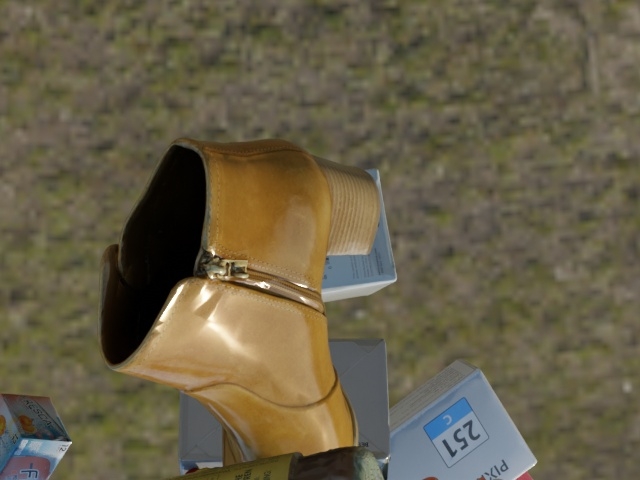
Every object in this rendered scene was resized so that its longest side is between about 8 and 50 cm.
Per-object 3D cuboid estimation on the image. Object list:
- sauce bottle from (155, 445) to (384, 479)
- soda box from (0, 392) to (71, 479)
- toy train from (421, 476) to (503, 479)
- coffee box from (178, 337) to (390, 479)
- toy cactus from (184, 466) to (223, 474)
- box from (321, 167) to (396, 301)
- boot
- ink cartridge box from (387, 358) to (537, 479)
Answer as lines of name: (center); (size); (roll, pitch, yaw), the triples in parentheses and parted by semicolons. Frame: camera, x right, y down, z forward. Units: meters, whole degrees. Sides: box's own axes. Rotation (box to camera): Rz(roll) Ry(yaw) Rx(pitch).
sauce bottle: (-0.131, 0.187, 1.001); (0.344, 0.111, 0.111); (-13, 153, 11)
soda box: (-0.307, 0.230, 1.861); (0.058, 0.063, 0.183); (9, 125, -40)
toy train: (0.095, 0.221, 1.526); (0.125, 0.046, 0.166); (-32, -169, -31)
coffee box: (-0.028, 0.209, 1.672); (0.168, 0.119, 0.297); (0, 144, -1)
toy cactus: (-0.099, 0.246, 1.421); (0.180, 0.219, 0.112); (-8, 122, 45)
box: (0.000, 0.000, 1.675); (0.102, 0.101, 0.087); (-7, 171, -18)
boot: (-0.064, 0.080, 1.215); (0.104, 0.295, 0.211); (17, -170, 34)
ink cartridge box: (0.113, 0.321, 2.201); (0.296, 0.261, 0.066); (-35, -162, -10)
